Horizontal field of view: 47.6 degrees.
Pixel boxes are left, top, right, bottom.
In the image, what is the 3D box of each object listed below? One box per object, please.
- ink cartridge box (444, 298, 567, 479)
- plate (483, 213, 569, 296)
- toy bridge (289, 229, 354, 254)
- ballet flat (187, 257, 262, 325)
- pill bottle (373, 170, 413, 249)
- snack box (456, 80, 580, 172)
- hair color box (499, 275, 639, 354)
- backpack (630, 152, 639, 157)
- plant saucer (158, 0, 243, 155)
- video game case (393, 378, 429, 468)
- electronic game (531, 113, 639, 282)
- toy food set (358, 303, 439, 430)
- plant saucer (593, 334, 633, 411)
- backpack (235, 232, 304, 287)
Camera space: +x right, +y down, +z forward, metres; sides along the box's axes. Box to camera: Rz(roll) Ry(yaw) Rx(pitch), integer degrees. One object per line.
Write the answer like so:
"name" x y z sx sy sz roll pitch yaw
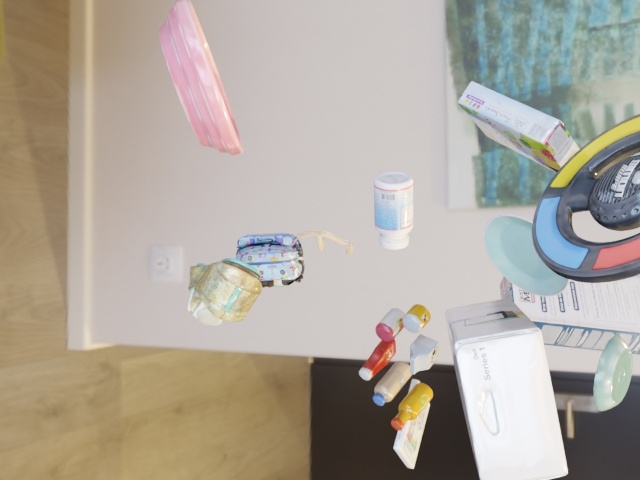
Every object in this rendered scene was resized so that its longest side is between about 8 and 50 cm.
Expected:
"ink cartridge box" 0.262 0.209 1.065 0.278 0.117 0.201 -26 104 -82
"plate" 0.391 0.024 1.366 0.024 0.188 0.188 -39 128 -27
"toy bridge" 0.000 0.000 1.966 0.063 0.188 0.026 83 18 -46
"ballet flat" -0.188 0.098 1.309 0.348 0.123 0.123 165 -73 -73
"pill bottle" 0.161 -0.065 1.596 0.087 0.087 0.160 -49 141 -55
"snack box" 0.249 -0.138 0.903 0.037 0.141 0.100 -54 139 3
"hair color box" 0.629 0.167 1.784 0.105 0.347 0.174 97 -1 -51
"backpack" 0.539 -0.075 1.074 0.166 0.144 0.188 56 -8 47
"plant saucer" -0.252 -0.327 1.506 0.332 0.084 0.332 160 -90 -88
"video game case" 0.187 0.373 1.468 0.157 0.019 0.143 61 43 -56
"electronic game" 0.321 -0.051 0.753 0.048 0.229 0.229 42 46 -24
"toy food set" 0.139 0.224 1.310 0.104 0.111 0.232 -42 141 -39
"plant saucer" 0.450 0.205 1.106 0.119 0.021 0.119 -14 109 -47
"backpack" -0.117 0.045 1.591 0.173 0.158 0.117 -38 127 -84
